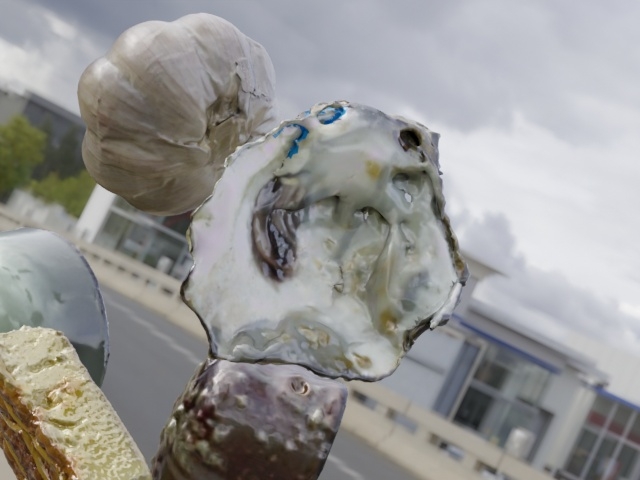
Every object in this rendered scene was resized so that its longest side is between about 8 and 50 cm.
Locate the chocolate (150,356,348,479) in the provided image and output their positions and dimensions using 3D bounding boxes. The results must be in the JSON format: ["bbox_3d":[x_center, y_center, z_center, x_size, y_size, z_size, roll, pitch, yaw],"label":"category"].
[{"bbox_3d":[-0.126,0.299,1.741,0.210,0.340,0.225,22,22,-12],"label":"chocolate"}]

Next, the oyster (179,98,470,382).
[{"bbox_3d":[0.000,0.000,0.926,0.223,0.214,0.083,1,-15,-21],"label":"oyster"}]

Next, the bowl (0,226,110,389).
[{"bbox_3d":[-0.511,0.151,1.905,0.354,0.354,0.185,24,13,32],"label":"bowl"}]

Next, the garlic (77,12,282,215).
[{"bbox_3d":[-0.137,-0.126,1.287,0.228,0.228,0.152,30,15,-49],"label":"garlic"}]

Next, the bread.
[{"bbox_3d":[-0.304,0.244,1.476,0.275,0.114,0.185,47,-32,31],"label":"bread"}]
